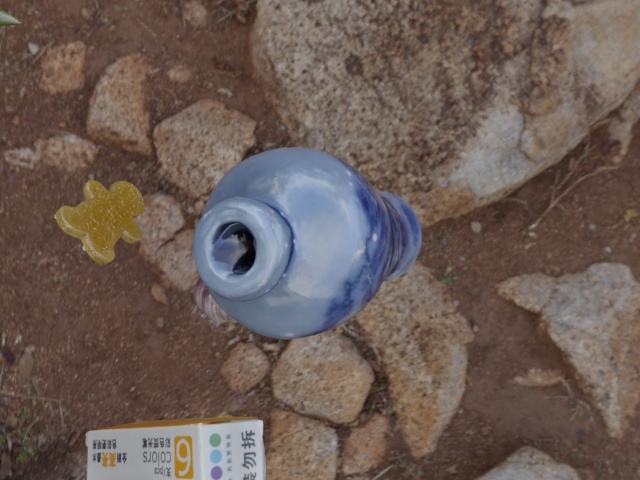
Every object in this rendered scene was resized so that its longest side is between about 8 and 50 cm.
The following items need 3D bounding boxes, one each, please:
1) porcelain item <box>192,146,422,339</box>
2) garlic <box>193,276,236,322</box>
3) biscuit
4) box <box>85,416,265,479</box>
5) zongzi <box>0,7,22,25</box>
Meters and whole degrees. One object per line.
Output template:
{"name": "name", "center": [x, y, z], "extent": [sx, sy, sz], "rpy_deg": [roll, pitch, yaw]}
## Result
{"name": "porcelain item", "center": [0.000, 0.000, 0.532], "extent": [0.141, 0.141, 0.259], "rpy_deg": [61, 22, 10]}
{"name": "garlic", "center": [-0.154, 0.084, 1.211], "extent": [0.147, 0.159, 0.102], "rpy_deg": [-14, 113, -10]}
{"name": "biscuit", "center": [-0.438, -0.050, 1.386], "extent": [0.158, 0.035, 0.240], "rpy_deg": [54, 27, -14]}
{"name": "box", "center": [-0.175, 0.320, 0.790], "extent": [0.091, 0.274, 0.221], "rpy_deg": [7, 70, -44]}
{"name": "zongzi", "center": [-0.556, -0.348, 1.090], "extent": [0.113, 0.104, 0.052], "rpy_deg": [31, 37, -26]}
